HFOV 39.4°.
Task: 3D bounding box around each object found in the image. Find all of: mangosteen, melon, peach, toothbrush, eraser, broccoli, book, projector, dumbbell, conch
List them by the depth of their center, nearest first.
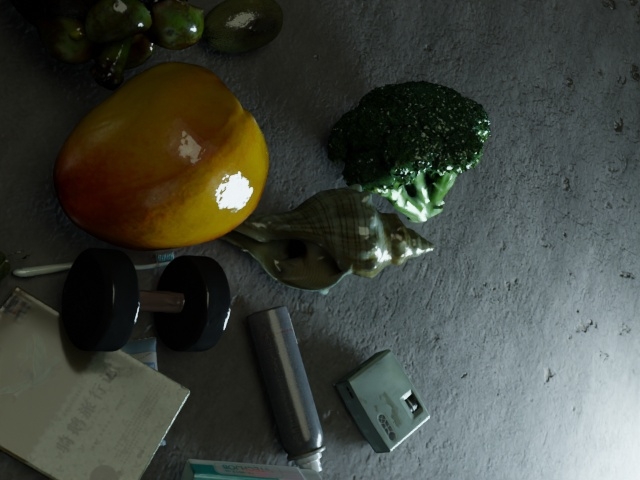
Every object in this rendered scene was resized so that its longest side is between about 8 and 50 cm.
[{"bbox_3d":[-0.375,0.234,1.316,0.310,0.021,0.217,33,62,-8],"label":"book"},{"bbox_3d":[-0.261,0.093,1.353,0.218,0.152,0.152,6,72,-42],"label":"dumbbell"},{"bbox_3d":[-0.245,-0.110,1.378,0.289,0.289,0.308,44,74,-13],"label":"peach"},{"bbox_3d":[-0.336,-0.430,1.391,0.330,0.330,0.330,9,71,-28],"label":"mangosteen"},{"bbox_3d":[-0.112,0.404,1.404,0.225,0.052,0.096,11,103,-24],"label":"eraser"},{"bbox_3d":[-0.353,0.043,1.415,0.263,0.022,0.026,-7,94,-32],"label":"toothbrush"},{"bbox_3d":[0.004,-0.002,1.570,0.386,0.169,0.203,5,98,11],"label":"conch"},{"bbox_3d":[0.109,0.286,1.592,0.115,0.061,0.147,-32,93,-32],"label":"projector"},{"bbox_3d":[-0.142,-0.393,1.622,0.162,0.099,0.099,-23,88,-30],"label":"melon"},{"bbox_3d":[0.170,-0.175,1.667,0.308,0.308,0.275,-53,138,-31],"label":"broccoli"}]

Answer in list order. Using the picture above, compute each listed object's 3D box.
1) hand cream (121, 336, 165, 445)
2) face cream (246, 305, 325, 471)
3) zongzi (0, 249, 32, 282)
[{"bbox_3d":[-0.273,0.238,1.393,0.065,0.043,0.171,-7,75,-27],"label":"hand cream"},{"bbox_3d":[-0.054,0.251,1.499,0.073,0.073,0.284,-12,82,-33],"label":"face cream"},{"bbox_3d":[-0.492,0.081,1.317,0.154,0.062,0.130,-24,109,-48],"label":"zongzi"}]
